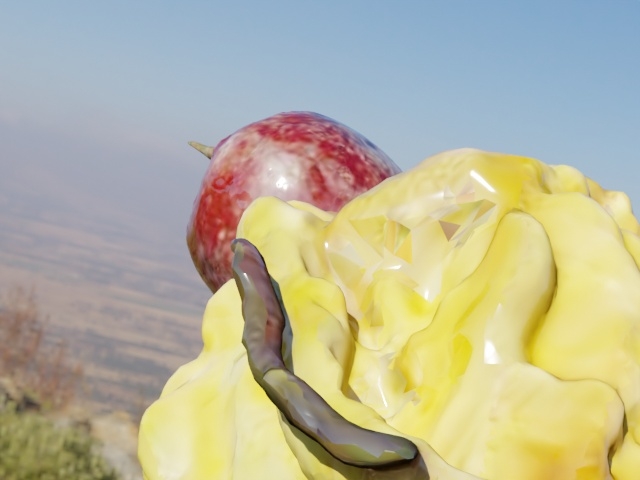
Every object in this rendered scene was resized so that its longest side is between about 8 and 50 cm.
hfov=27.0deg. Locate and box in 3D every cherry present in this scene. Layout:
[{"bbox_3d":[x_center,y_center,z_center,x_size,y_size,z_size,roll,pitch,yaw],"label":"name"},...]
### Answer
[{"bbox_3d":[0.000,0.000,1.192,0.300,0.203,0.230,35,-6,-3],"label":"cherry"}]

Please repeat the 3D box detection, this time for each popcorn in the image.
[{"bbox_3d":[0.055,0.109,0.711,0.349,0.349,0.381,15,-9,20],"label":"popcorn"}]
